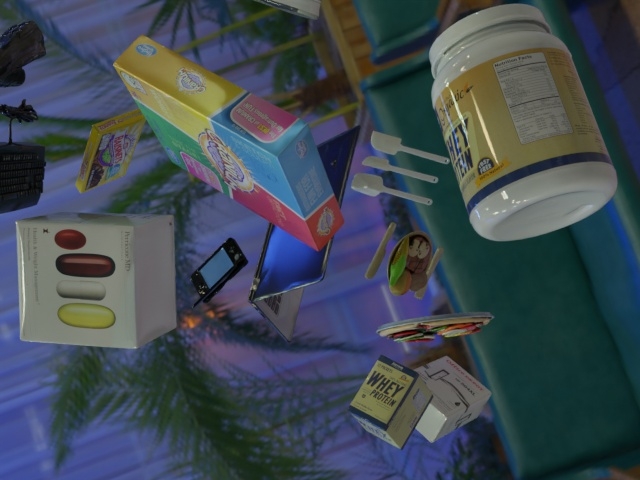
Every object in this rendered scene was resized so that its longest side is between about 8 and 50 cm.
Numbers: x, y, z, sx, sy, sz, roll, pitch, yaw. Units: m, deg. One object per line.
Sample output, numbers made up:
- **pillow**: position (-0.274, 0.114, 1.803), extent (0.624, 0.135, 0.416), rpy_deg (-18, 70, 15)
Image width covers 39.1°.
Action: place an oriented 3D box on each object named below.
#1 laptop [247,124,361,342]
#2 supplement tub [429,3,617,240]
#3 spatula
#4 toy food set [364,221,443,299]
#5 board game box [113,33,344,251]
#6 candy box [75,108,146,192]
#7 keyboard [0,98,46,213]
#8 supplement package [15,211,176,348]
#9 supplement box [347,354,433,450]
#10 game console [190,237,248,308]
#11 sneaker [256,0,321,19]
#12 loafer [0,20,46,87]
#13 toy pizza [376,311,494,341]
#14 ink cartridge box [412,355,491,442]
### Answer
- **laptop**: position (0.000, 0.000, 2.093), extent (0.408, 0.236, 0.382), rpy_deg (57, -138, -56)
- **supplement tub**: position (0.304, -0.181, 1.402), extent (0.228, 0.228, 0.316), rpy_deg (87, 169, -71)
- **spatula**: position (0.211, -0.179, 2.359), extent (0.019, 0.242, 0.168), rpy_deg (46, 119, 61)
- **toy food set**: position (0.175, 0.047, 1.712), extent (0.038, 0.132, 0.192), rpy_deg (27, -177, 42)
- **board game box**: position (-0.126, -0.137, 1.282), extent (0.316, 0.064, 0.242), rpy_deg (31, 161, 29)
- **candy box**: position (-0.394, -0.167, 1.690), extent (0.027, 0.105, 0.206), rpy_deg (52, 145, 10)
- **keyboard**: position (-0.538, -0.151, 1.589), extent (0.317, 0.033, 0.201), rpy_deg (-104, 15, -83)
- **supplement package**: position (-0.353, 0.058, 1.435), extent (0.149, 0.203, 0.194), rpy_deg (-28, -61, -73)
- **supplement box**: position (0.089, 0.202, 1.122), extent (0.056, 0.083, 0.083), rpy_deg (23, 161, 32)
- **game console**: position (-0.203, 0.059, 1.702), extent (0.071, 0.122, 0.107), rpy_deg (29, -158, -53)
- **sneaker**: position (-0.090, -0.383, 1.107), extent (0.086, 0.226, 0.163), rpy_deg (-111, 36, -75)
- **loafer**: position (-0.524, -0.288, 1.503), extent (0.078, 0.076, 0.223), rpy_deg (65, -149, -31)
- **toy pizza**: position (0.195, 0.151, 1.527), extent (0.201, 0.201, 0.032), rpy_deg (100, 164, -79)
- **ink cartridge box**: position (0.274, 0.359, 2.072), extent (0.148, 0.203, 0.086), rpy_deg (39, 121, 27)
